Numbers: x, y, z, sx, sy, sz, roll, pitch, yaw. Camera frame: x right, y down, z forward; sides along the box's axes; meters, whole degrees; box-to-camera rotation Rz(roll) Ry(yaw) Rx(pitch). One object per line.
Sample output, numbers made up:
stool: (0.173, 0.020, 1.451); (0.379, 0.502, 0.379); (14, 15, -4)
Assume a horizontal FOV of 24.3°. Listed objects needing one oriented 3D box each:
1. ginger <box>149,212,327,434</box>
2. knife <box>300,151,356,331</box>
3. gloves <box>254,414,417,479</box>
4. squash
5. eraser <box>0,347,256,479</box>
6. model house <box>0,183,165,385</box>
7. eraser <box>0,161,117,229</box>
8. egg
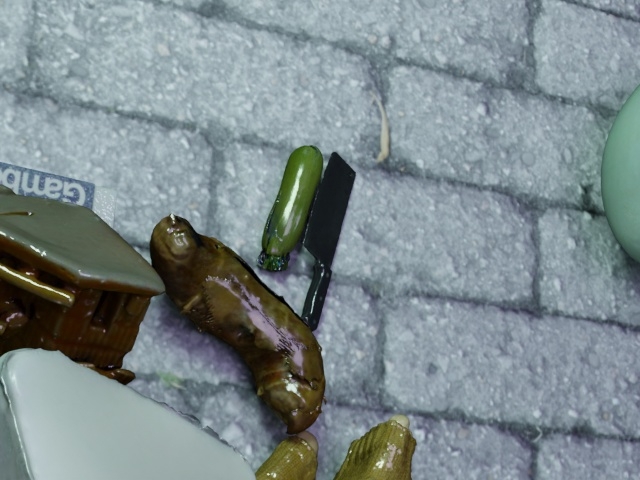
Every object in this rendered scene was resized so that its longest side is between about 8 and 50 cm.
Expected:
ginger: (-0.098, 0.093, 1.794); (0.309, 0.107, 0.133); (49, 26, -8)
knife: (0.000, 0.000, 1.916); (0.072, 0.019, 0.245); (42, 53, -46)
gloves: (-0.008, 0.340, 1.737); (0.356, 0.203, 0.155); (-46, 135, -25)
squash: (-0.038, -0.045, 1.908); (0.052, 0.052, 0.183); (28, 67, -18)
eraser: (-0.257, 0.259, 1.556); (0.331, 0.150, 0.331); (29, 39, -27)
model house: (-0.318, 0.080, 1.644); (0.199, 0.219, 0.229); (2, 119, -35)
eraser: (-0.349, -0.037, 1.741); (0.213, 0.046, 0.091); (14, 70, -24)
egg: (0.546, -0.119, 2.103); (0.276, 0.276, 0.389); (40, 61, -12)
